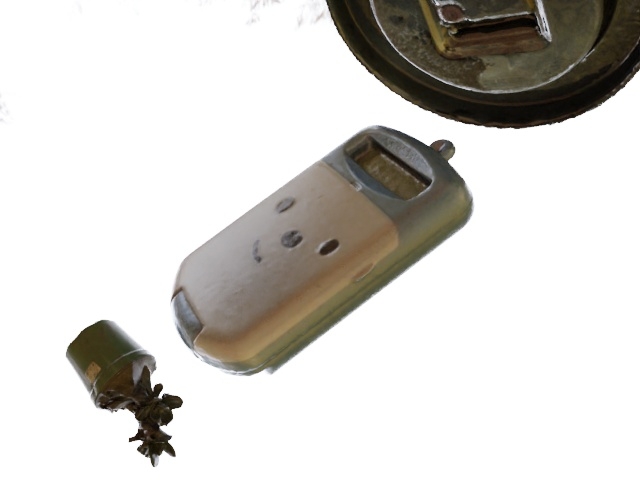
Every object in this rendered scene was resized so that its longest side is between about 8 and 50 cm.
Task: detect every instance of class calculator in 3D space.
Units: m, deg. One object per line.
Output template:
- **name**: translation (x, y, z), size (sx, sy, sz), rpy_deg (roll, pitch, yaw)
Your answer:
- **calculator**: translation (0.000, 0.000, 0.504), size (0.210, 0.121, 0.039), rpy_deg (-36, -50, -5)

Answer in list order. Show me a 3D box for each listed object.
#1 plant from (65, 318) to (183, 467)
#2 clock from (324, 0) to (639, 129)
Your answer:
- **plant**: translation (-0.122, 0.100, 0.527), size (0.051, 0.051, 0.102), rpy_deg (-40, -110, -10)
- **clock**: translation (0.107, -0.162, 0.515), size (0.215, 0.215, 0.042), rpy_deg (26, -121, -4)
